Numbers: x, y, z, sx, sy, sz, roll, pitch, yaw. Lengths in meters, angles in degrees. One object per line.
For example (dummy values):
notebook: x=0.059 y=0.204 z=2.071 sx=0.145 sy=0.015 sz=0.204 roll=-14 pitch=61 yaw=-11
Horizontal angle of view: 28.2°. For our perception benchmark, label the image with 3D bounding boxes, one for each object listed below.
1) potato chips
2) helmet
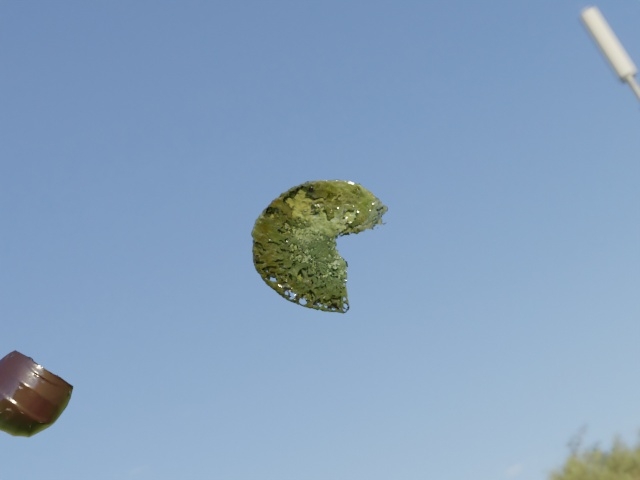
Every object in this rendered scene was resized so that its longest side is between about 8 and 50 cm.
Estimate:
potato chips: x=-0.001 y=0.001 z=1.980 sx=0.220 sy=0.202 sz=0.029 roll=-53 pitch=0 yaw=13
helmet: x=-0.335 y=0.181 z=1.412 sx=0.123 sy=0.098 sz=0.070 roll=-39 pitch=19 yaw=47
